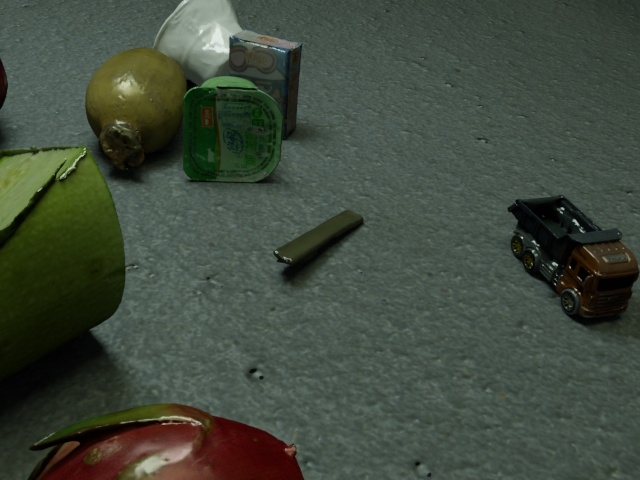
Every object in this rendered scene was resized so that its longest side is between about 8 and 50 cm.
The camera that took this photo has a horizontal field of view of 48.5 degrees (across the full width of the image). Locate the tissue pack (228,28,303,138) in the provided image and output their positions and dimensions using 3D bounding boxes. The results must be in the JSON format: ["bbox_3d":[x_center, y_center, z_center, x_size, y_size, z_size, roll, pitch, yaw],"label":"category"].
[{"bbox_3d":[-0.093,-0.262,1.190,0.115,0.155,0.065,18,34,17],"label":"tissue pack"}]

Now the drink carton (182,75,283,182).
[{"bbox_3d":[-0.135,-0.182,1.089,0.144,0.146,0.142,1,26,-9],"label":"drink carton"}]

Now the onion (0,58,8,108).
[{"bbox_3d":[-0.589,-0.233,1.029,0.246,0.190,0.246,-8,41,7],"label":"onion"}]

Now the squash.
[{"bbox_3d":[-0.367,0.048,0.645,0.233,0.210,0.309,7,22,41],"label":"squash"}]

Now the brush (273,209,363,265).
[{"bbox_3d":[0.000,0.000,0.943,0.034,0.028,0.190,27,31,21],"label":"brush"}]

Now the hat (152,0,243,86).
[{"bbox_3d":[-0.190,-0.341,1.296,0.126,0.203,0.203,40,44,18],"label":"hat"}]

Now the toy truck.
[{"bbox_3d":[0.322,0.011,0.921,0.083,0.092,0.192,-6,37,-19],"label":"toy truck"}]

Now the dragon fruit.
[{"bbox_3d":[-0.109,0.215,0.456,0.227,0.224,0.224,-11,38,-21],"label":"dragon fruit"}]

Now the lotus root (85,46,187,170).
[{"bbox_3d":[-0.285,-0.226,1.122,0.146,0.131,0.303,3,35,-4],"label":"lotus root"}]
